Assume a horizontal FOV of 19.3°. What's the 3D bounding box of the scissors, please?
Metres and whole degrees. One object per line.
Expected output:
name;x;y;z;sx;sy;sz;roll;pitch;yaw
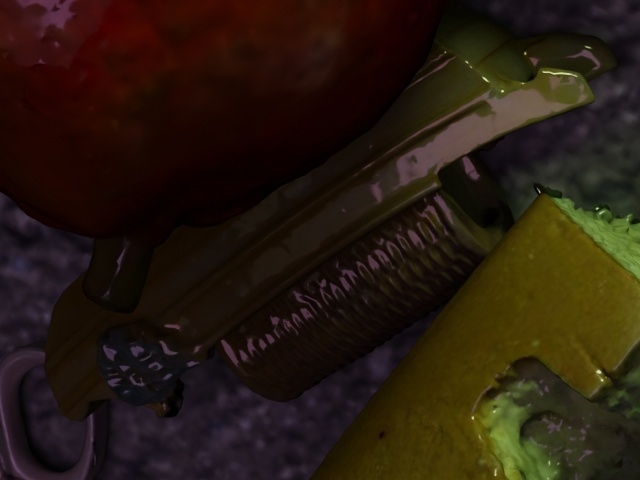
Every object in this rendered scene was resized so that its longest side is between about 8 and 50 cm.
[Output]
scissors;-0.150;0.175;0.994;0.118;0.030;0.242;-8;98;22

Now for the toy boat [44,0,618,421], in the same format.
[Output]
toy boat;0.000;0.000;0.867;0.310;0.089;0.115;-37;92;23

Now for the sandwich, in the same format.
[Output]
sandwich;0.084;0.099;0.808;0.235;0.122;0.128;-52;42;12

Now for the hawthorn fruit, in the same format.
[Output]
hawthorn fruit;-0.066;-0.124;0.715;0.265;0.265;0.307;6;91;18
